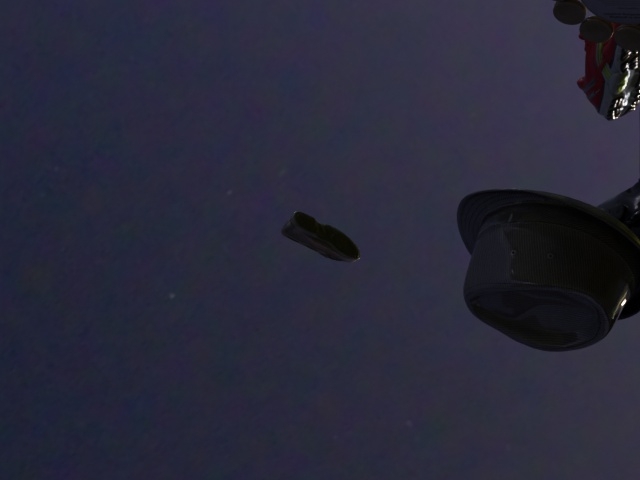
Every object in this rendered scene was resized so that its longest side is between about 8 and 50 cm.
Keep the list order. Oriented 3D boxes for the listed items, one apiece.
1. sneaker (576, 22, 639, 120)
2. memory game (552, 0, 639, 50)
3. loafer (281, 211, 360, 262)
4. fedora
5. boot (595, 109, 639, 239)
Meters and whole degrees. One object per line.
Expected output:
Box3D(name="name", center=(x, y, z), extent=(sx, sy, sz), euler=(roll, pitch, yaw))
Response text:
Box3D(name="sneaker", center=(0.443, -0.302, 1.920), extent=(0.107, 0.279, 0.118), euler=(-27, -121, -25))
Box3D(name="memory game", center=(0.320, -0.265, 1.336), extent=(0.186, 0.186, 0.012), euler=(35, -122, -23))
Box3D(name="loafer", center=(0.000, 0.000, 1.825), extent=(0.125, 0.039, 0.045), euler=(30, -142, -27))
Box3D(name="fedora", center=(0.279, 0.054, 1.617), extent=(0.124, 0.275, 0.244), euler=(-59, -34, -32))
Box3D(name="boot", center=(0.453, -0.078, 1.844), extent=(0.094, 0.207, 0.247), euler=(22, -134, -37))
